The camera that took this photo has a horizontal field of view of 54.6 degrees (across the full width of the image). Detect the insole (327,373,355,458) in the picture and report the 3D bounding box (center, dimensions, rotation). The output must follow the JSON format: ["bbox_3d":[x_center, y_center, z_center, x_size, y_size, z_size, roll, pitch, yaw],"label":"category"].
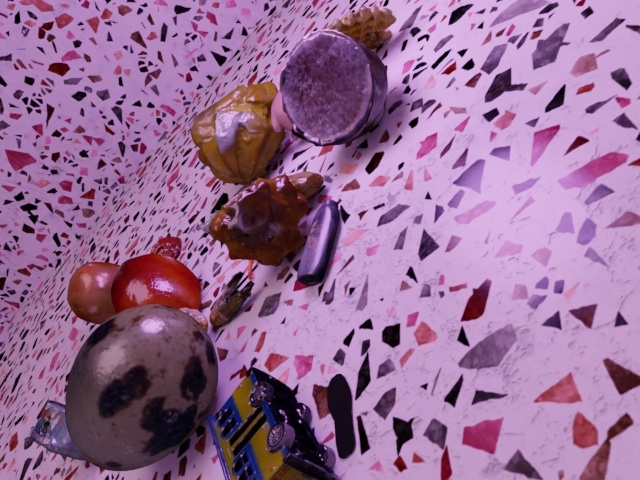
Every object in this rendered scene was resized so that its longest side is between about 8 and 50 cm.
[{"bbox_3d":[0.041,0.333,1.194,0.064,0.004,0.188,-41,32,23],"label":"insole"}]

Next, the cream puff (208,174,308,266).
[{"bbox_3d":[-0.161,-0.047,1.637,0.155,0.268,0.241,148,115,-81],"label":"cream puff"}]

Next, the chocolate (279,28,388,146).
[{"bbox_3d":[0.064,-0.413,1.695,0.303,0.303,0.213,-30,-7,36],"label":"chocolate"}]

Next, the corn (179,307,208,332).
[{"bbox_3d":[-0.429,0.330,1.748,0.305,0.122,0.123,-56,7,2],"label":"corn"}]

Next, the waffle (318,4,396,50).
[{"bbox_3d":[0.102,-0.626,1.885,0.261,0.250,0.056,-25,76,37],"label":"waffle"}]

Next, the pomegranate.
[{"bbox_3d":[-0.802,0.193,2.318,0.270,0.252,0.229,-9,58,25],"label":"pomegranate"}]

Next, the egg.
[{"bbox_3d":[-0.441,0.360,1.515,0.428,0.345,0.345,-53,29,6],"label":"egg"}]

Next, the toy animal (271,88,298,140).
[{"bbox_3d":[-0.024,-0.449,1.916,0.256,0.195,0.213,-10,61,48],"label":"toy animal"}]

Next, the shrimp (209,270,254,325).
[{"bbox_3d":[-0.249,0.153,1.754,0.217,0.051,0.150,-40,28,34],"label":"shrimp"}]

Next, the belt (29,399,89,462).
[{"bbox_3d":[-0.771,0.580,1.903,0.257,0.207,0.150,-13,51,59],"label":"belt"}]

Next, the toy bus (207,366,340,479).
[{"bbox_3d":[-0.099,0.396,1.198,0.175,0.138,0.288,-51,30,5],"label":"toy bus"}]

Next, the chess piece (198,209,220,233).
[{"bbox_3d":[-0.387,-0.072,2.198,0.093,0.042,0.042,-49,29,-2],"label":"chess piece"}]

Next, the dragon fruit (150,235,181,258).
[{"bbox_3d":[-0.583,0.047,2.317,0.162,0.083,0.106,-57,32,-10],"label":"dragon fruit"}]

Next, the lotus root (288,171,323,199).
[{"bbox_3d":[-0.093,-0.137,1.779,0.258,0.097,0.110,-10,21,48],"label":"lotus root"}]

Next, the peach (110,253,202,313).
[{"bbox_3d":[-0.500,0.189,1.971,0.338,0.281,0.281,28,82,25],"label":"peach"}]

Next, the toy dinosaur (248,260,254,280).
[{"bbox_3d":[-0.178,-0.020,1.817,0.117,0.070,0.288,-33,40,32],"label":"toy dinosaur"}]

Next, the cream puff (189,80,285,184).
[{"bbox_3d":[-0.255,-0.336,2.082,0.378,0.276,0.378,-36,1,1],"label":"cream puff"}]

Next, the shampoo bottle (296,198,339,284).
[{"bbox_3d":[0.000,0.000,1.553,0.087,0.049,0.234,-18,45,43],"label":"shampoo bottle"}]
